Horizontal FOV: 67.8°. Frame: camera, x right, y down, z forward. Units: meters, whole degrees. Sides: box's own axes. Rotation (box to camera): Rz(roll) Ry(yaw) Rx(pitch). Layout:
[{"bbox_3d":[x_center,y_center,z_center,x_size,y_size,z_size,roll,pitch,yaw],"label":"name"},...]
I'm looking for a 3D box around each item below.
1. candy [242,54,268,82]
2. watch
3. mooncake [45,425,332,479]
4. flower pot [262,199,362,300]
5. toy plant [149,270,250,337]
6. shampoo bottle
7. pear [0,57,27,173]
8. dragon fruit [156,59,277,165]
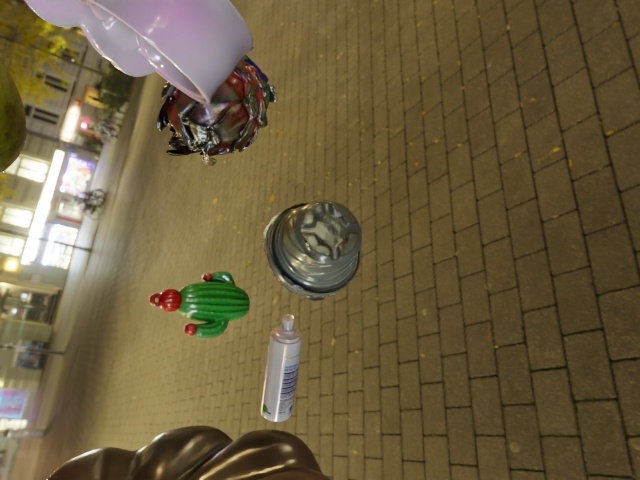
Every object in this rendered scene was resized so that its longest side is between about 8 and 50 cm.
[{"bbox_3d":[-0.276,-0.504,1.291,0.070,0.275,0.145,-40,10,45],"label":"candy"},{"bbox_3d":[-0.204,-0.300,0.593,0.217,0.248,0.211,33,84,33],"label":"watch"},{"bbox_3d":[-0.118,0.263,0.351,0.306,0.306,0.154,10,109,61],"label":"mooncake"},{"bbox_3d":[0.000,0.000,1.044,0.140,0.236,0.235,128,147,-62],"label":"flower pot"},{"bbox_3d":[-0.279,0.161,1.156,0.088,0.240,0.154,-31,85,41],"label":"toy plant"},{"bbox_3d":[-0.104,0.338,1.283,0.092,0.092,0.303,-136,49,-58],"label":"shampoo bottle"},{"bbox_3d":[-0.820,-0.298,0.996,0.352,0.352,0.413,-117,11,-51],"label":"pear"},{"bbox_3d":[-0.173,-0.226,0.800,0.182,0.182,0.188,-56,14,28],"label":"dragon fruit"}]
